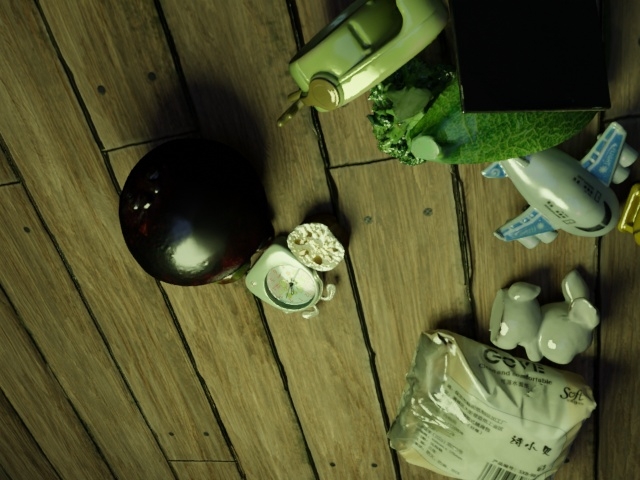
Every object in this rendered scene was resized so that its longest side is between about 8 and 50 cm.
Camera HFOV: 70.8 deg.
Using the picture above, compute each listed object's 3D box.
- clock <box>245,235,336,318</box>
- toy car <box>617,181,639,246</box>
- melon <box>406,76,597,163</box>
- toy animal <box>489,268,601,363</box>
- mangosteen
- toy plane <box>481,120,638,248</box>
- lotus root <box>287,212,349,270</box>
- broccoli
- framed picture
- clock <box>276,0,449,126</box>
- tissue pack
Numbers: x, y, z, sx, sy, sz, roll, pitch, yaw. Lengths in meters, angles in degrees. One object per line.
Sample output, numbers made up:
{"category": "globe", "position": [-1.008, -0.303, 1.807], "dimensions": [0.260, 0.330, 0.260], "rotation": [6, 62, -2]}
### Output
{"category": "clock", "position": [-0.064, 0.094, 1.034], "dimensions": [0.191, 0.062, 0.151], "rotation": [36, 118, -7]}
{"category": "toy car", "position": [0.643, -0.043, 0.761], "dimensions": [0.248, 0.142, 0.200], "rotation": [-3, 119, -11]}
{"category": "melon", "position": [0.287, -0.212, 0.684], "dimensions": [0.324, 0.124, 0.196], "rotation": [-35, 102, -20]}
{"category": "toy animal", "position": [0.449, 0.155, 0.915], "dimensions": [0.193, 0.127, 0.178], "rotation": [1, 115, 15]}
{"category": "mangosteen", "position": [-0.224, -0.048, 0.884], "dimensions": [0.314, 0.296, 0.297], "rotation": [20, 123, -29]}
{"category": "toy plane", "position": [0.417, -0.097, 0.798], "dimensions": [0.267, 0.122, 0.266], "rotation": [5, 119, 8]}
{"category": "lotus root", "position": [-0.002, 0.002, 0.963], "dimensions": [0.112, 0.081, 0.122], "rotation": [-33, 106, 27]}
{"category": "broccoli", "position": [0.167, -0.225, 0.776], "dimensions": [0.196, 0.156, 0.195], "rotation": [-2, 84, 25]}
{"category": "framed picture", "position": [0.283, -0.336, 0.622], "dimensions": [0.245, 0.013, 0.323], "rotation": [-6, 87, -16]}
{"category": "clock", "position": [0.046, -0.299, 0.711], "dimensions": [0.308, 0.235, 0.096], "rotation": [-30, 117, 27]}
{"category": "tissue pack", "position": [0.365, 0.401, 1.020], "dimensions": [0.376, 0.195, 0.389], "rotation": [17, 119, 8]}
